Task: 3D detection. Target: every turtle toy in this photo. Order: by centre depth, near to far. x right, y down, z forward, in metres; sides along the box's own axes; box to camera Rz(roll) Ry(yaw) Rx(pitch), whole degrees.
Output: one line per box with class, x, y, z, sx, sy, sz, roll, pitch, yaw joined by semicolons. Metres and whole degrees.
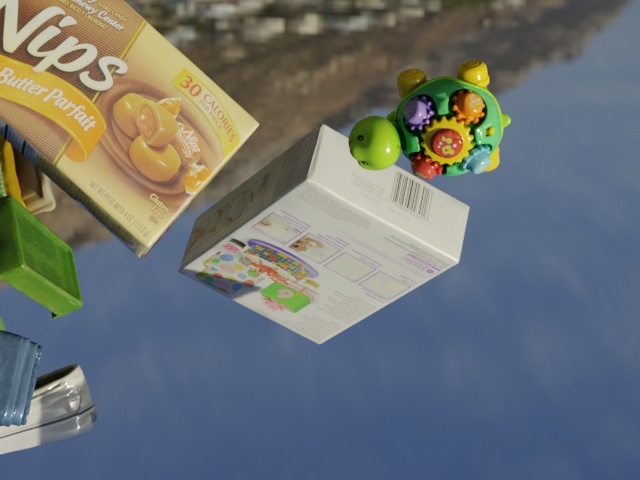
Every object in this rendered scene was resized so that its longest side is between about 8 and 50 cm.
turtle toy;0.087;-0.086;1.443;0.130;0.095;0.066;-7;-155;9

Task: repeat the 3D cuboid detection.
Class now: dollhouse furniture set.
dollhouse furniture set;-0.423;-0.035;2.145;0.197;0.302;0.151;-23;151;13

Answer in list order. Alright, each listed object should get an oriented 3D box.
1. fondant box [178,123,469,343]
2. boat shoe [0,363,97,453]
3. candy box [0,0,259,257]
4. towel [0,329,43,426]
fondant box;0.000;0.000;2.375;0.238;0.096;0.330;28;144;-22
boat shoe;-0.401;0.208;2.129;0.267;0.088;0.096;-13;-167;-1
candy box;-0.244;-0.155;1.912;0.316;0.183;0.087;42;165;-2
towel;-0.252;0.086;1.231;0.119;0.067;0.029;16;151;-12
